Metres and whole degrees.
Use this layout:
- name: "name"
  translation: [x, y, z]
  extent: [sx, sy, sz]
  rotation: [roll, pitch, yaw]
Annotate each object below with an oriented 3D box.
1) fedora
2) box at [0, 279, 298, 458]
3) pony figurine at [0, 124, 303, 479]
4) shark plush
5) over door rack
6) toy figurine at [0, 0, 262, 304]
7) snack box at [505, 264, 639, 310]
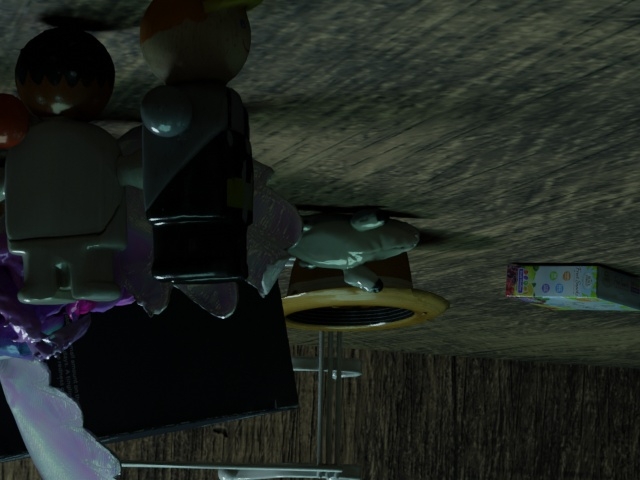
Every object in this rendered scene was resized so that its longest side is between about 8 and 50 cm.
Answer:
- name: "fedora"
  translation: [0.028, 0.035, 1.789]
  extent: [0.194, 0.079, 0.194]
  rotation: [0, 168, 0]
- name: "box"
  translation: [-0.253, 0.092, 1.579]
  extent: [0.312, 0.179, 0.343]
  rotation: [-4, 172, -44]
- name: "pony figurine"
  translation: [-0.206, 0.029, 1.209]
  extent: [0.363, 0.303, 0.351]
  rotation: [4, -153, -40]
- name: "shark plush"
  translation: [0.000, 0.000, 1.612]
  extent: [0.161, 0.073, 0.067]
  rotation: [-3, -157, 13]
- name: "over door rack"
  translation: [-0.116, 0.119, 1.915]
  extent: [0.324, 0.239, 0.108]
  rotation: [5, 168, -22]
- name: "toy figurine"
  translation: [-0.144, -0.050, 0.843]
  extent: [0.209, 0.148, 0.213]
  rotation: [0, 174, -30]
- name: "snack box"
  translation: [0.265, 0.050, 1.989]
  extent: [0.100, 0.037, 0.141]
  rotation: [-2, 172, 28]
